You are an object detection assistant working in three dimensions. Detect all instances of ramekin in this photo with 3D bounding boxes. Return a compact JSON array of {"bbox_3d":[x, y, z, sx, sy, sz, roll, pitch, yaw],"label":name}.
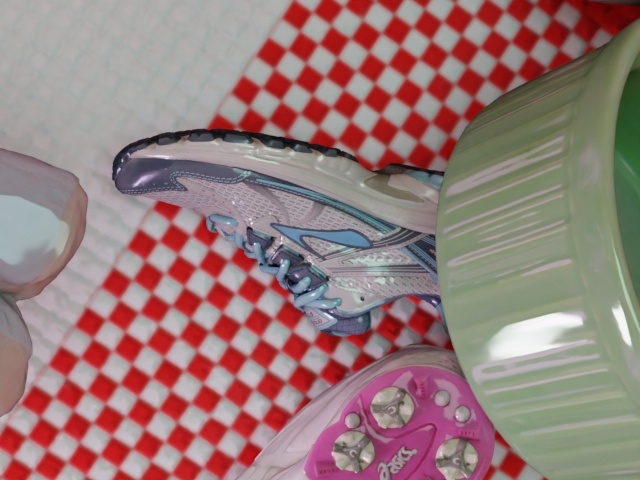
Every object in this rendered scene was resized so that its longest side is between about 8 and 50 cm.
[{"bbox_3d":[0.209,0.018,1.133,0.303,0.148,0.303,19,63,-42],"label":"ramekin"}]

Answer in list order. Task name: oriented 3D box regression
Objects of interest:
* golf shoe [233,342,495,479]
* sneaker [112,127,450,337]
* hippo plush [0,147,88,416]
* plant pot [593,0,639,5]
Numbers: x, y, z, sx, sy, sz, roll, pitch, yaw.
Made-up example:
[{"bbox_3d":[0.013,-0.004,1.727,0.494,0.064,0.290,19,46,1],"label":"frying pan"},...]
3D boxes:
[{"bbox_3d":[-0.010,0.179,1.185,0.306,0.140,0.115,-39,100,15],"label":"golf shoe"},{"bbox_3d":[0.000,0.000,1.184,0.283,0.110,0.122,12,91,-9],"label":"sneaker"},{"bbox_3d":[-0.294,-0.014,1.072,0.294,0.236,0.234,43,84,-13],"label":"hippo plush"},{"bbox_3d":[0.284,-0.267,1.151,0.280,0.323,0.323,-9,91,7],"label":"plant pot"}]
